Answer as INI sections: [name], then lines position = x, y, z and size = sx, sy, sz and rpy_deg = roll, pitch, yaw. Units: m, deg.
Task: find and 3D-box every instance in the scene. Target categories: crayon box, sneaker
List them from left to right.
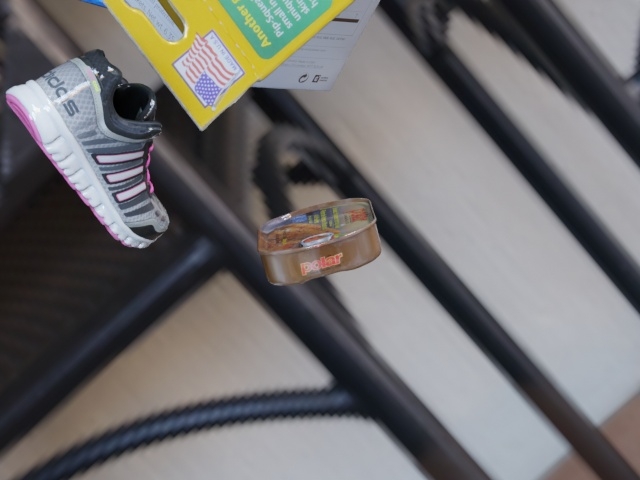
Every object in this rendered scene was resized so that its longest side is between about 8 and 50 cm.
[sneaker]
position = -0.124, -0.058, 1.234
size = 0.075, 0.170, 0.063
rpy_deg = -37, 52, -2
[crayon box]
position = -0.035, -0.251, 1.334
size = 0.323, 0.203, 0.083
rpy_deg = -42, 19, -17

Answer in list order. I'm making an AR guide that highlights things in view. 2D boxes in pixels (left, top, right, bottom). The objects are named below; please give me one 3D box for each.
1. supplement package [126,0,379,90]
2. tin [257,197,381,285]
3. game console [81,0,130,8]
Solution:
[supplement package]
position = -0.032, -0.305, 1.805
size = 0.175, 0.177, 0.293
rpy_deg = 0, -51, -45
[tin]
position = 0.000, 0.000, 1.754
size = 0.106, 0.040, 0.189
rpy_deg = -18, 10, 3
[game console]
position = -0.262, -0.381, 2.107
size = 0.173, 0.293, 0.250
rpy_deg = -64, 31, 22
